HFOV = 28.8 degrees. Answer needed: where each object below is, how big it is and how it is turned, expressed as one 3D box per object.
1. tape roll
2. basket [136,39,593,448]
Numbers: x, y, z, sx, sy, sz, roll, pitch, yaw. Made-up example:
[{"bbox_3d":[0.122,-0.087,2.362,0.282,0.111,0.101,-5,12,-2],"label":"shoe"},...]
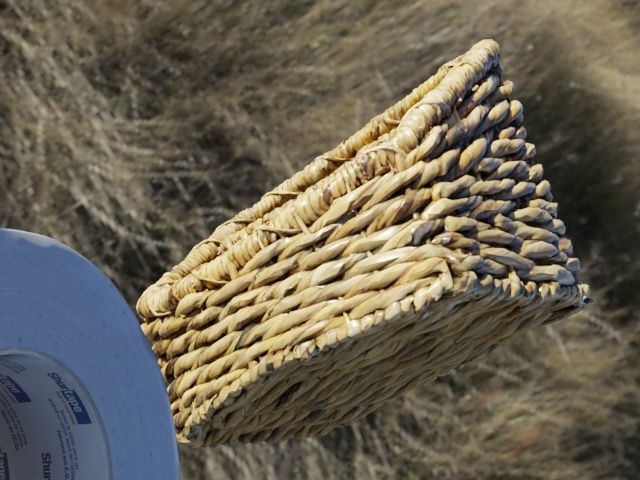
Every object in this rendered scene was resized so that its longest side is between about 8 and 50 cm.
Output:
[{"bbox_3d":[-0.152,0.105,0.527,0.219,0.072,0.219,25,61,-56],"label":"tape roll"},{"bbox_3d":[0.000,0.000,0.906,0.214,0.299,0.223,5,62,-46],"label":"basket"}]
